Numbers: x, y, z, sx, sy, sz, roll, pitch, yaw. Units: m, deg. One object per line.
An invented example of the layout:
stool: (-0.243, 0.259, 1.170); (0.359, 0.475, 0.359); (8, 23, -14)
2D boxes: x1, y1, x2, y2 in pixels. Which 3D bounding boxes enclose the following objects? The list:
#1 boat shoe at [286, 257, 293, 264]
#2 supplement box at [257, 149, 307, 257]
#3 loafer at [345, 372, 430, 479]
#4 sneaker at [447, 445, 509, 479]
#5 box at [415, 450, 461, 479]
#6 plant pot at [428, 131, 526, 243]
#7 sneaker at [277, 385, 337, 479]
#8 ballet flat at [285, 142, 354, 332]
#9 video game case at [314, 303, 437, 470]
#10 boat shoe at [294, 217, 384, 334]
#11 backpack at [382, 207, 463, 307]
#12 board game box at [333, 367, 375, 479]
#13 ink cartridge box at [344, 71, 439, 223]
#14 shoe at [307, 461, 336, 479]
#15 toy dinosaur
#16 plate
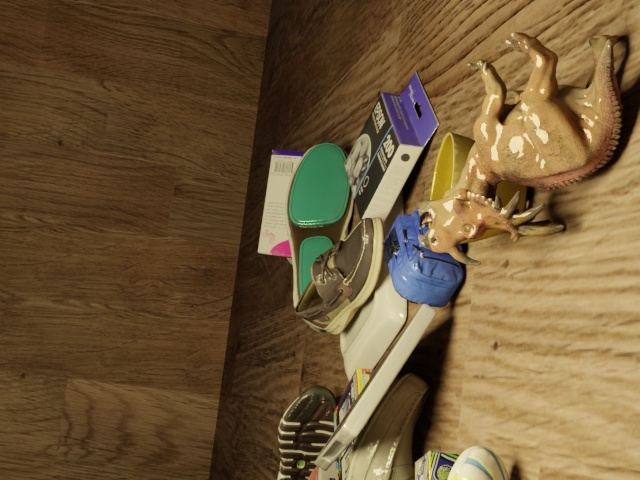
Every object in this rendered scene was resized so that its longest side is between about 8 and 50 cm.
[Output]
boat shoe: (-0.030, -0.045, 2.320); (0.070, 0.078, 0.219); (-132, 53, -76)
supplement box: (-0.044, -0.071, 2.224); (0.111, 0.114, 0.220); (7, 87, 35)
loafer: (0.089, 0.341, 1.463); (0.319, 0.111, 0.112); (-69, -21, 4)
sneaker: (0.191, 0.321, 1.076); (0.126, 0.091, 0.240); (-31, 48, 51)
box: (0.147, 0.345, 1.279); (0.059, 0.054, 0.169); (120, 155, -60)
plant pot: (0.188, -0.056, 1.252); (0.134, 0.095, 0.134); (-173, 90, -86)
sneaker: (-0.037, 0.353, 2.020); (0.162, 0.106, 0.281); (-95, 17, -58)
ballet flat: (0.000, 0.000, 2.079); (0.139, 0.139, 0.400); (118, 156, -58)
video game case: (0.072, 0.214, 1.490); (0.204, 0.025, 0.285); (-54, -5, -22)
boat shoe: (0.029, 0.060, 1.725); (0.285, 0.092, 0.103); (117, 159, -53)
backpack: (0.141, 0.023, 1.431); (0.120, 0.098, 0.101); (-93, 20, -45)
board game box: (0.064, 0.315, 1.703); (0.141, 0.048, 0.170); (114, 161, -45)
ink cartridge box: (0.111, -0.156, 1.739); (0.208, 0.045, 0.206); (-61, 20, 26)
shoe: (0.008, 0.458, 1.838); (0.081, 0.063, 0.178); (113, 167, -54)
toy dinosaur: (0.229, -0.094, 1.083); (0.295, 0.127, 0.200); (-26, 65, 56)
plate: (0.081, 0.075, 1.800); (0.278, 0.045, 0.277); (117, 159, -54)
